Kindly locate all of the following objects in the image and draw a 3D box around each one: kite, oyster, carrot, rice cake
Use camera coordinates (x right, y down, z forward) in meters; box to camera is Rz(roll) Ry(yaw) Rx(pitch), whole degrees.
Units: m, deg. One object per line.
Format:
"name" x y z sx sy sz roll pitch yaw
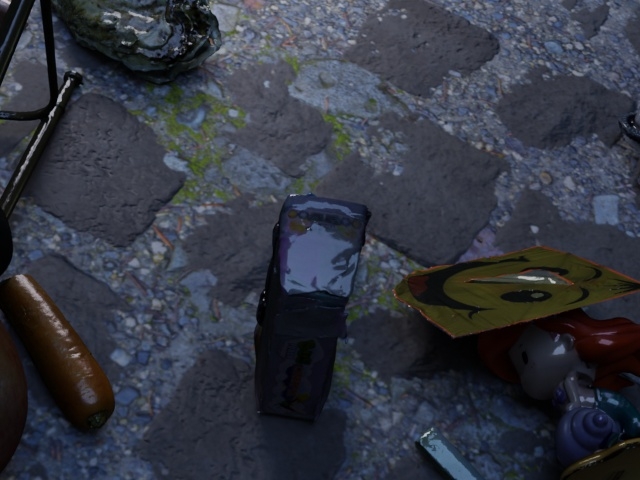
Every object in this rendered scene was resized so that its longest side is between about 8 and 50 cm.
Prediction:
"kite" 0.252 0.057 1.408 0.327 0.013 0.377 1 15 23
"oyster" -0.281 -0.350 1.680 0.198 0.112 0.268 -42 78 -10
"carrot" -0.314 0.136 1.336 0.067 0.067 0.225 -27 62 -26
"rice cake" 0.187 0.295 1.336 0.042 0.030 0.180 -39 69 -17

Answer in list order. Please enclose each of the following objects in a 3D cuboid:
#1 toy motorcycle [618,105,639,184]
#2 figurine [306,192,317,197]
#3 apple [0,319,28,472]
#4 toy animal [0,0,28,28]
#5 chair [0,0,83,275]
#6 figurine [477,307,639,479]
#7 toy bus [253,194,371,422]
"toy motorcycle" 0.576 -0.121 1.676 0.170 0.110 0.260 -18 51 -41
"figurine" 0.000 0.000 1.485 0.114 0.079 0.114 28 53 -47
"apple" -0.485 0.142 1.173 0.344 0.269 0.345 5 53 -6
"toy animal" -0.532 -0.360 1.622 0.212 0.124 0.124 -13 58 -15
"chair" -0.502 -0.171 1.353 0.364 0.362 0.410 5 57 -7
"figurine" 0.325 0.180 1.372 0.208 0.181 0.257 -29 54 18
"toy bus" -0.018 0.085 1.273 0.112 0.317 0.138 8 55 -2
